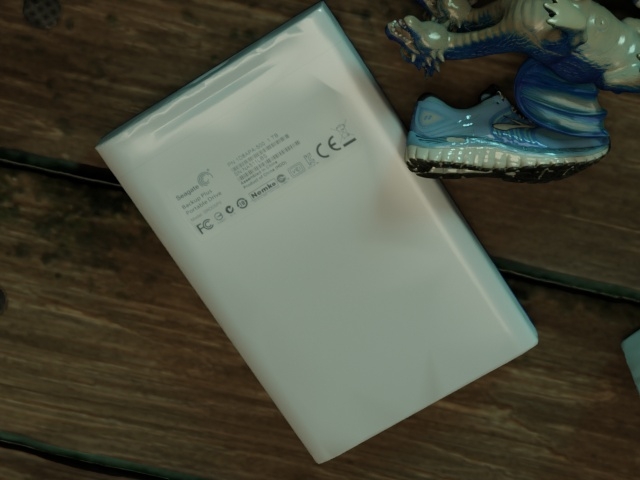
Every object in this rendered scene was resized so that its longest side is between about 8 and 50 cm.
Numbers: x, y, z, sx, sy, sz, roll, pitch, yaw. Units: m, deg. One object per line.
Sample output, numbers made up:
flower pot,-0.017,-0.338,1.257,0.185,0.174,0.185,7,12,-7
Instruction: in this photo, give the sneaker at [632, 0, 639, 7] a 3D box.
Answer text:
sneaker,0.226,-0.265,1.140,0.131,0.112,0.296,-19,133,17

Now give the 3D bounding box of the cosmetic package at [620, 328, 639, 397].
cosmetic package,0.437,0.180,1.307,0.217,0.156,0.385,-40,102,14

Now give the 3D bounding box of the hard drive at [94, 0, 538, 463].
hard drive,0.000,0.000,1.329,0.210,0.040,0.318,-30,105,13

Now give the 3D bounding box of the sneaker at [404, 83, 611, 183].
sneaker,0.144,-0.085,1.275,0.162,0.063,0.073,3,79,-14

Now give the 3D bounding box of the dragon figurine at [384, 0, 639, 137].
dragon figurine,0.195,-0.132,1.231,0.289,0.144,0.085,22,67,-14
